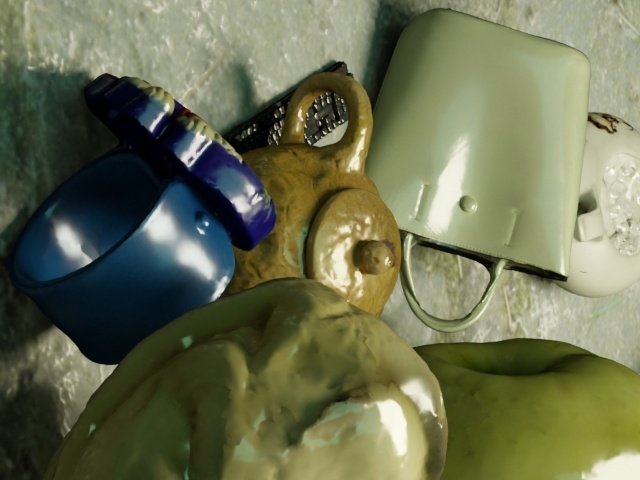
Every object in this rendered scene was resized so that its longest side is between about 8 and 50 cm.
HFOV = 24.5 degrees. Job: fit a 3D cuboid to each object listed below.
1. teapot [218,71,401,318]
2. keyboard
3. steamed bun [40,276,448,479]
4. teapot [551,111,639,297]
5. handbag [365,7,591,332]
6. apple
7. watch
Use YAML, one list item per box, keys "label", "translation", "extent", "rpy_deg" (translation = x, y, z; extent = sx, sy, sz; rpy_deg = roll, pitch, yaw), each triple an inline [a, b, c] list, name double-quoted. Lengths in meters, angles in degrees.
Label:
- label: "teapot"
  translation: [0.000, 0.000, 1.315]
  extent: [0.203, 0.167, 0.311]
  rpy_deg: [19, 77, -47]
- label: "keyboard"
  translation: [-0.028, -0.109, 1.408]
  extent: [0.195, 0.018, 0.060]
  rpy_deg: [-38, 117, -39]
- label: "steamed bun"
  translation: [-0.072, 0.208, 1.136]
  extent: [0.325, 0.230, 0.372]
  rpy_deg: [-11, 127, -14]
- label: "teapot"
  translation: [0.309, -0.034, 1.649]
  extent: [0.300, 0.166, 0.208]
  rpy_deg: [-27, 119, -53]
- label: "handbag"
  translation: [0.154, -0.065, 1.480]
  extent: [0.241, 0.109, 0.315]
  rpy_deg: [16, 72, -7]
- label: "apple"
  translation: [0.165, 0.258, 1.359]
  extent: [0.357, 0.357, 0.357]
  rpy_deg: [3, 86, -45]
- label: "watch"
  translation: [-0.153, -0.012, 1.178]
  extent: [0.200, 0.196, 0.171]
  rpy_deg: [-48, 112, -11]
